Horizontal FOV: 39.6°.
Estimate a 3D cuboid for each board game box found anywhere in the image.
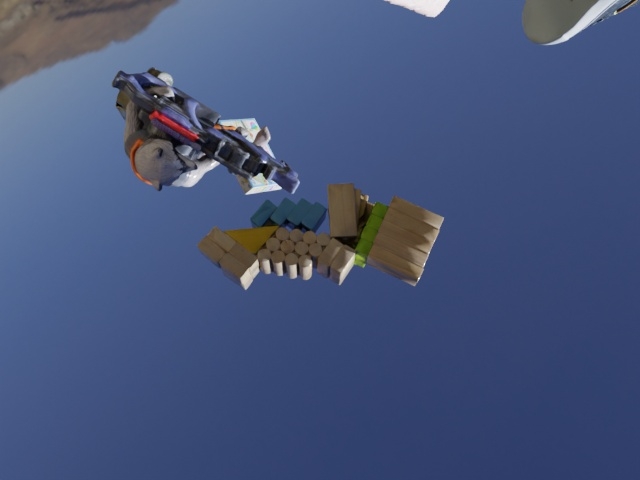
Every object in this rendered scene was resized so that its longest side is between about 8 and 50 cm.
[{"bbox_3d":[-0.139,-0.167,1.744,0.103,0.154,0.026,-13,161,-49],"label":"board game box"}]

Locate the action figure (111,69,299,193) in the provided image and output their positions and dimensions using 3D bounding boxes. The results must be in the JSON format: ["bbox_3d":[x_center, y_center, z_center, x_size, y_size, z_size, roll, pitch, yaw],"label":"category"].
[{"bbox_3d":[-0.198,-0.142,1.503,0.178,0.341,0.330,-58,175,21],"label":"action figure"}]

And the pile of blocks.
[{"bbox_3d":[0.000,0.000,1.358,0.362,0.148,0.112,0,165,-1],"label":"pile of blocks"}]

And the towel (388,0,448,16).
[{"bbox_3d":[0.206,-0.549,1.524,0.332,0.053,0.316,-15,132,-64],"label":"towel"}]

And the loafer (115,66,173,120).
[{"bbox_3d":[-0.353,-0.275,1.718,0.094,0.087,0.251,-63,-166,-18],"label":"loafer"}]

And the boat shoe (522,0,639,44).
[{"bbox_3d":[0.270,-0.233,0.827,0.083,0.065,0.183,-7,171,-24],"label":"boat shoe"}]
